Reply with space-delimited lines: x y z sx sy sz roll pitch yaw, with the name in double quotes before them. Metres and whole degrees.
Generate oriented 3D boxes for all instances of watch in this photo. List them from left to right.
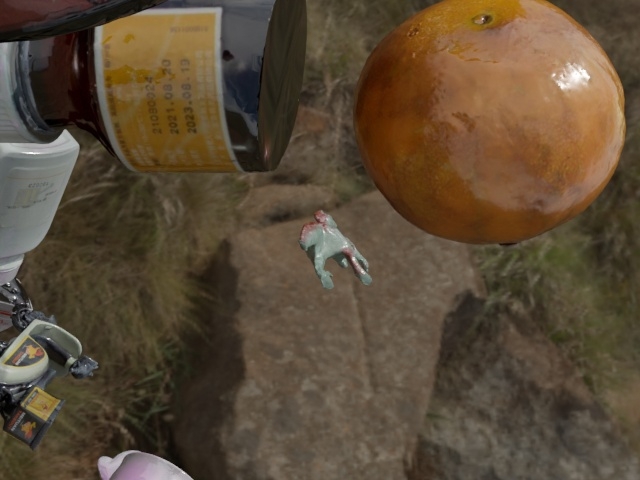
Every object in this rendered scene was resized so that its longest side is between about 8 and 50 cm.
"watch" -0.340 0.490 1.744 0.248 0.218 0.211 33 47 4

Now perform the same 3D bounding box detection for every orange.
"orange" 0.175 -0.132 0.951 0.226 0.283 0.284 78 29 -46

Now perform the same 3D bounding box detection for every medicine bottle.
"medicine bottle" -0.515 -0.064 1.506 0.161 0.296 0.111 -15 53 -48
"medicine bottle" -0.223 -0.197 0.997 0.242 0.394 0.243 5 90 -79

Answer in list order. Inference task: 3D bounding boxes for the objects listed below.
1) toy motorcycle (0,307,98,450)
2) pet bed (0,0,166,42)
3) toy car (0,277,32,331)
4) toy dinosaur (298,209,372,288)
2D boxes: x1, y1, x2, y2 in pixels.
"toy motorcycle" -0.423 0.186 1.341 0.157 0.091 0.263 34 18 -7
"pet bed" -0.113 -0.138 0.409 0.201 0.201 0.054 -50 136 -43
"toy car" -0.646 0.108 1.704 0.089 0.108 0.209 58 12 24
"toy dinosaur" 0.000 0.000 1.272 0.167 0.053 0.242 57 16 26
